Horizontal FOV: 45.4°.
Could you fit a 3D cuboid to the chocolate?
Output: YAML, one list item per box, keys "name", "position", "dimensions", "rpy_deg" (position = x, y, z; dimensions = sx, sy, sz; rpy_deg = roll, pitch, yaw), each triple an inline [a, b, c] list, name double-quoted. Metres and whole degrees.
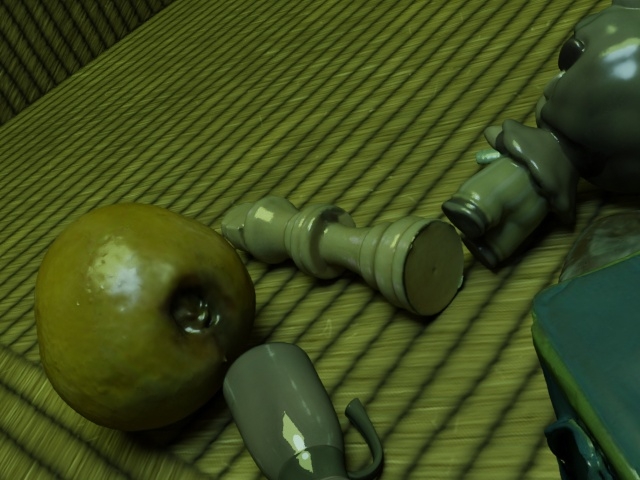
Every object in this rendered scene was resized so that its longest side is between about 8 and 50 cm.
- name: "chocolate"
  position: [0.372, 0.020, 0.783]
  dimensions: [0.254, 0.080, 0.157]
  rpy_deg: [7, 46, 39]

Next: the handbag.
- name: "handbag"
  position: [0.285, 0.151, 0.527]
  dimensions: [0.222, 0.241, 0.263]
  rpy_deg: [-26, 36, 0]

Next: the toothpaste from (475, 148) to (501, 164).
- name: "toothpaste"
  position: [0.341, -0.133, 1.047]
  dimensions: [0.255, 0.037, 0.067]
  rpy_deg: [-9, 32, 19]

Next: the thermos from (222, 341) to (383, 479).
- name: "thermos"
  position: [-0.010, 0.201, 0.791]
  dimensions: [0.137, 0.105, 0.193]
  rpy_deg: [-4, 31, -23]

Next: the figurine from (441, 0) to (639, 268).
- name: "figurine"
  position: [0.314, -0.124, 0.898]
  dimensions: [0.380, 0.248, 0.203]
  rpy_deg: [-40, 20, 5]

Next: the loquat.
- name: "loquat"
  position: [-0.221, 0.085, 0.930]
  dimensions: [0.275, 0.275, 0.275]
  rpy_deg: [-18, 35, 13]

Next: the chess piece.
- name: "chess piece"
  position: [0.000, 0.000, 1.029]
  dimensions: [0.397, 0.117, 0.117]
  rpy_deg: [14, 51, 45]
